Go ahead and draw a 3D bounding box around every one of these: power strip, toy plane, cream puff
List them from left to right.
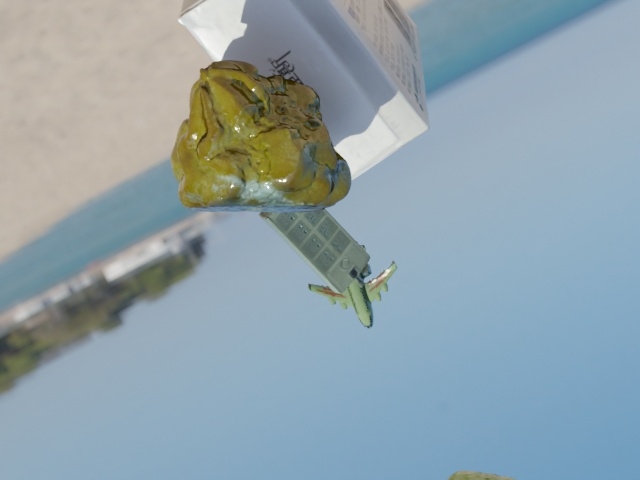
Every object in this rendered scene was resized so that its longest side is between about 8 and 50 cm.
[{"bbox_3d":[-0.050,-0.077,1.450,0.146,0.116,0.146,-3,179,0],"label":"cream puff"},{"bbox_3d":[0.000,0.000,1.744,0.051,0.136,0.019,-51,-150,-13],"label":"power strip"},{"bbox_3d":[0.041,0.053,2.116,0.102,0.111,0.040,-12,-140,11],"label":"toy plane"}]

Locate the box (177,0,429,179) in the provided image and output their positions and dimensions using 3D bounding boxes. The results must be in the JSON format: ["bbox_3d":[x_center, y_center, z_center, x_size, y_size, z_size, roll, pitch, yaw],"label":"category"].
[{"bbox_3d":[-0.011,-0.190,1.648,0.116,0.203,0.274,-34,-160,15],"label":"box"}]

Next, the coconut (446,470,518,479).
[{"bbox_3d":[0.112,0.208,1.352,0.096,0.088,0.088,-2,-169,20],"label":"coconut"}]
